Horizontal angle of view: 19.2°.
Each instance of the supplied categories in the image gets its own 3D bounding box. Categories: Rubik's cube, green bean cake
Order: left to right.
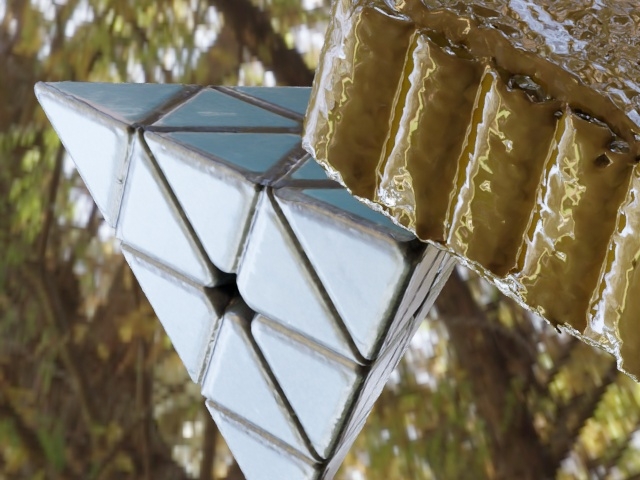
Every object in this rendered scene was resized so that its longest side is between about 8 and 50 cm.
[{"bbox_3d":[0.002,0.001,1.063,0.233,0.228,0.229,-25,-37,23],"label":"Rubik's cube"},{"bbox_3d":[0.135,-0.060,0.853,0.230,0.224,0.131,35,-50,22],"label":"green bean cake"}]
